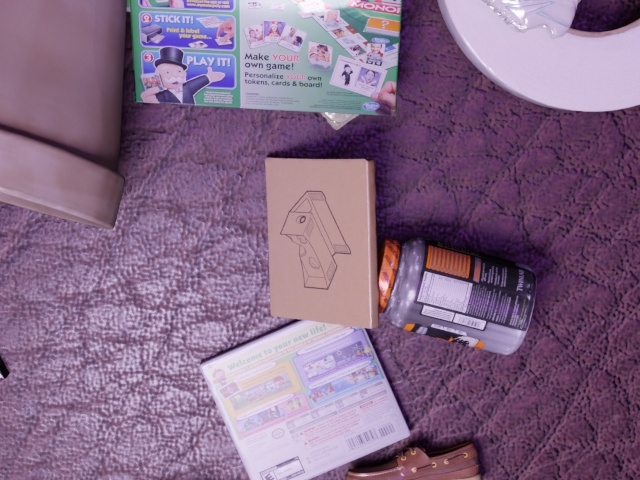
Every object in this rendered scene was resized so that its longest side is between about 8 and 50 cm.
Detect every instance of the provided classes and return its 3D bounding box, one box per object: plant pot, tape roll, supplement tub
[{"bbox_3d":[-0.349,-0.188,1.414,0.323,0.323,0.280,16,85,-4],"label":"plant pot"},{"bbox_3d":[0.329,-0.350,1.521,0.392,0.072,0.392,0,96,-2],"label":"tape roll"},{"bbox_3d":[0.159,0.064,1.540,0.190,0.117,0.117,15,96,-3],"label":"supplement tub"}]

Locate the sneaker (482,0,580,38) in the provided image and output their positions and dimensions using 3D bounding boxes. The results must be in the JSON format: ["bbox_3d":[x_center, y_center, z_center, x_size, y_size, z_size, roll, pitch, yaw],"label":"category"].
[{"bbox_3d":[0.225,-0.276,1.464,0.152,0.054,0.061,14,99,-4],"label":"sneaker"}]

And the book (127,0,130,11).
[{"bbox_3d":[-0.281,-0.331,1.524,0.144,0.035,0.096,8,99,-2],"label":"book"}]

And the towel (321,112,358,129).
[{"bbox_3d":[0.015,-0.222,1.548,0.110,0.027,0.148,-40,96,2],"label":"towel"}]

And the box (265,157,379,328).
[{"bbox_3d":[0.000,0.000,1.526,0.164,0.021,0.201,4,99,40],"label":"box"}]

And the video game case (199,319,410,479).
[{"bbox_3d":[-0.019,0.201,1.598,0.212,0.023,0.193,-23,97,2],"label":"video game case"}]

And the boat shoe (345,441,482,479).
[{"bbox_3d":[0.117,0.288,1.595,0.178,0.064,0.060,-3,92,-8],"label":"boat shoe"}]

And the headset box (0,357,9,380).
[{"bbox_3d":[-0.443,0.162,1.575,0.083,0.032,0.062,-26,97,0],"label":"headset box"}]

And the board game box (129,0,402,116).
[{"bbox_3d":[-0.063,-0.257,1.471,0.317,0.046,0.214,4,120,3],"label":"board game box"}]
